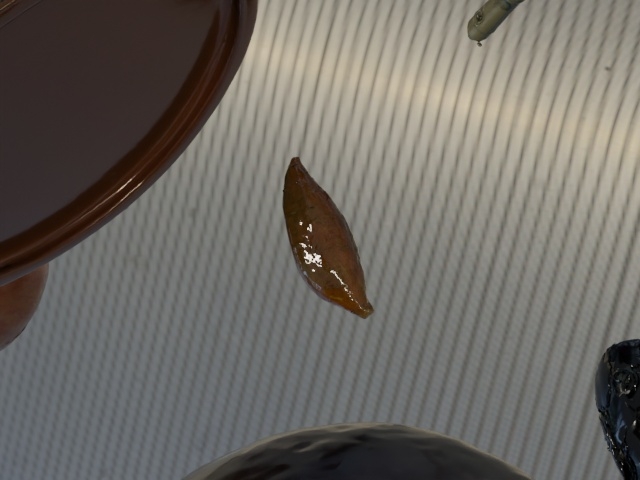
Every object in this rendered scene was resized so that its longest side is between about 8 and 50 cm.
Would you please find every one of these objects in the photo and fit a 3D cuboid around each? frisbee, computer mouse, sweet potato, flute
[{"bbox_3d":[-0.129,-0.057,0.589,0.021,0.251,0.251,45,111,14],"label":"frisbee"},{"bbox_3d":[0.324,0.194,1.047,0.242,0.077,0.146,53,128,11],"label":"computer mouse"},{"bbox_3d":[0.000,0.000,0.617,0.034,0.034,0.095,-32,71,25],"label":"sweet potato"},{"bbox_3d":[0.167,-0.206,0.828,0.027,0.027,0.233,64,148,12],"label":"flute"}]

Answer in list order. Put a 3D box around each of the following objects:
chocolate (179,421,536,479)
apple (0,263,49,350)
[{"bbox_3d":[-0.002,0.264,0.529,0.383,0.331,0.384,7,112,19],"label":"chocolate"},{"bbox_3d":[-0.282,0.023,0.906,0.146,0.146,0.146,1,91,28],"label":"apple"}]
